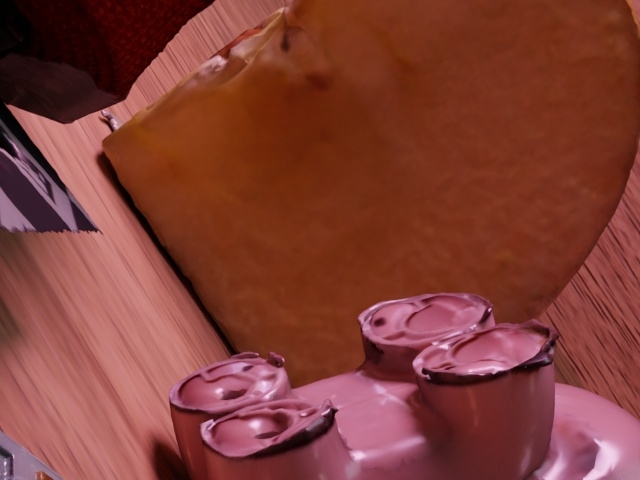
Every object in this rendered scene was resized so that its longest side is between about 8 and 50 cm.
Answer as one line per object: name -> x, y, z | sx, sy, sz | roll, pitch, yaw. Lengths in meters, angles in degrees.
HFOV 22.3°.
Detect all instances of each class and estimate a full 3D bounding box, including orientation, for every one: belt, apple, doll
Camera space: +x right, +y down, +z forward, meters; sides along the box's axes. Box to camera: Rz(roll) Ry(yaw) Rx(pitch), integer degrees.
belt -> -0.124, -0.128, 0.751 | 0.128, 0.124, 0.201 | 47, -20, -15
apple -> 0.041, -0.080, 0.990 | 0.252, 0.309, 0.314 | 45, 17, -49
doll -> 0.066, 0.169, 0.783 | 0.284, 0.216, 0.268 | -148, -137, -69

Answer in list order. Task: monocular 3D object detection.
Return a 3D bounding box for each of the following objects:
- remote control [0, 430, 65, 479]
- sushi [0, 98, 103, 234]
remote control -> -0.089, 0.115, 0.569 | 0.162, 0.029, 0.061 | 45, 13, -29
sushi -> -0.207, -0.099, 0.571 | 0.294, 0.059, 0.292 | 53, 1, 3
